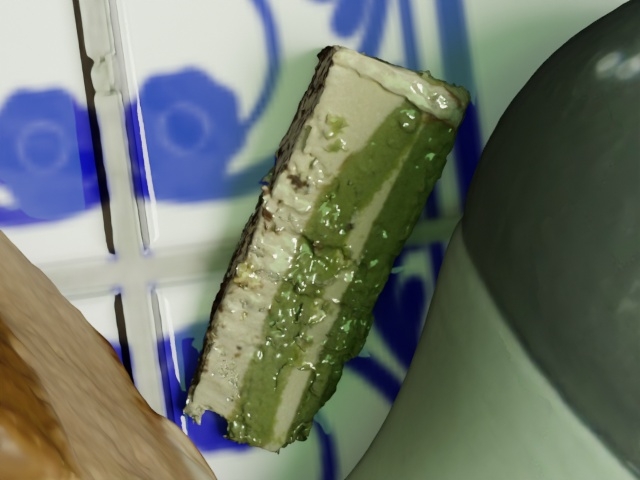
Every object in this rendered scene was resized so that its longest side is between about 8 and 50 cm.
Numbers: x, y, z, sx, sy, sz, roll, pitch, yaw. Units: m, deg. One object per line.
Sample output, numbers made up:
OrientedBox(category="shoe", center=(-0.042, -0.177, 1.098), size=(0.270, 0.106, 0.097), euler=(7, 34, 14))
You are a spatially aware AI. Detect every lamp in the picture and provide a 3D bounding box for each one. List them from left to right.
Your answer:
OrientedBox(category="lamp", center=(0.092, 0.054, 0.602), size=(0.182, 0.182, 0.314), euler=(38, 124, -5))

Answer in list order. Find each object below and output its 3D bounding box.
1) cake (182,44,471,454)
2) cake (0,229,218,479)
OrientedBox(category="cake", center=(0.000, 0.000, 0.638), size=(0.051, 0.055, 0.140), euler=(23, 110, -5))
OrientedBox(category="cake", center=(-0.150, 0.077, 0.537), size=(0.199, 0.196, 0.293), euler=(-42, 127, 1))
